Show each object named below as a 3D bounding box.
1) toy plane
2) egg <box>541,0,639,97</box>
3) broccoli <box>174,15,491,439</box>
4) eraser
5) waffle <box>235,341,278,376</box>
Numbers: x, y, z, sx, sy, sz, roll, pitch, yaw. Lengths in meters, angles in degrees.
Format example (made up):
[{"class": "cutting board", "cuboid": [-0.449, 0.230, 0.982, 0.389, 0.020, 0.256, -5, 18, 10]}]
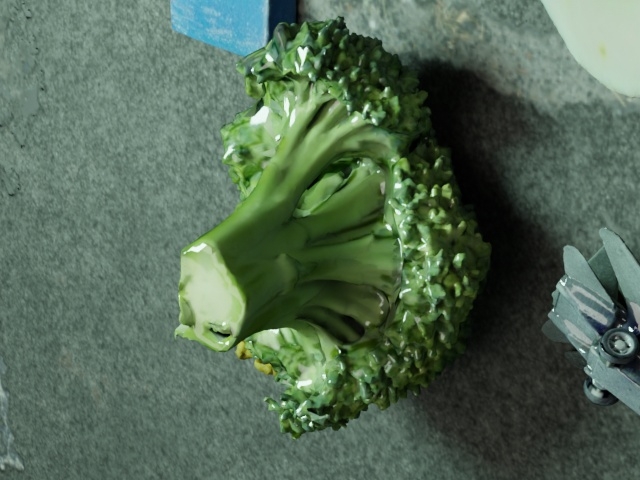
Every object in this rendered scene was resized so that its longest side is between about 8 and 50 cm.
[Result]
[{"class": "toy plane", "cuboid": [0.287, 0.120, 1.504, 0.267, 0.088, 0.212, 45, 156, 22]}, {"class": "egg", "cuboid": [0.270, -0.262, 1.282, 0.337, 0.201, 0.337, 166, 90, -74]}, {"class": "broccoli", "cuboid": [0.022, -0.002, 1.612, 0.249, 0.302, 0.375, 5, 109, 5]}, {"class": "eraser", "cuboid": [-0.080, -0.329, 1.748, 0.144, 0.042, 0.312, 22, 121, 39]}, {"class": "waffle", "cuboid": [-0.046, 0.049, 1.869, 0.191, 0.038, 0.191, 20, 120, 40]}]
